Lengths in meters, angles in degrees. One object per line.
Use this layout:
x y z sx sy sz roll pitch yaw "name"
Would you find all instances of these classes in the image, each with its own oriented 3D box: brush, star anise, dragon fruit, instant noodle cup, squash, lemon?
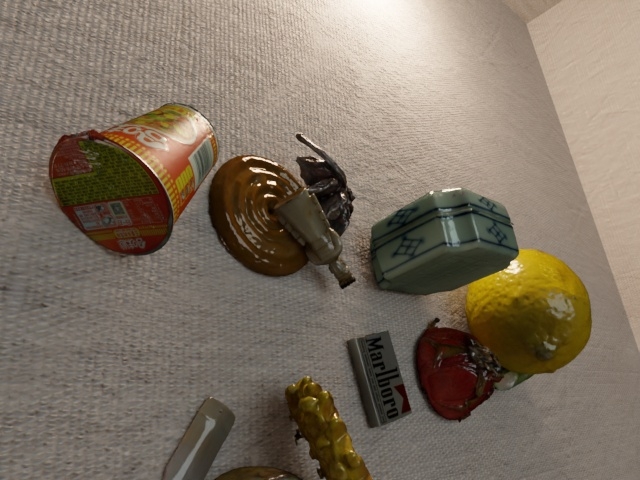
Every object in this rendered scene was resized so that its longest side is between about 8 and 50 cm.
-0.198 0.352 0.683 0.060 0.050 0.321 44 43 -15 "brush"
0.017 -0.116 1.109 0.231 0.089 0.209 58 15 -48 "star anise"
0.340 0.294 1.204 0.218 0.148 0.224 50 41 -14 "dragon fruit"
-0.257 -0.114 0.784 0.193 0.193 0.212 49 35 -16 "instant noodle cup"
0.538 0.366 1.437 0.239 0.069 0.069 0 70 -47 "squash"
0.539 0.181 1.360 0.336 0.336 0.336 24 54 -37 "lemon"

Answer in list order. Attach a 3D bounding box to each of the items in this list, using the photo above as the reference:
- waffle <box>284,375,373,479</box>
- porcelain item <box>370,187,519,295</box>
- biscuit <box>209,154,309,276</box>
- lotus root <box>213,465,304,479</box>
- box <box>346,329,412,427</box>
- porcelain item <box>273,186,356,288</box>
0.026 0.353 0.787 0.069 0.260 0.293 -26 85 -16 "waffle"
0.277 0.007 1.186 0.281 0.286 0.157 13 58 -41 "porcelain item"
-0.101 -0.054 1.011 0.262 0.037 0.262 24 54 -38 "biscuit"
-0.057 0.414 0.741 0.235 0.119 0.138 52 46 -11 "lotus root"
0.121 0.281 1.065 0.115 0.036 0.178 1 69 -46 "box"
0.000 0.000 1.011 0.213 0.084 0.054 54 12 -17 "porcelain item"
